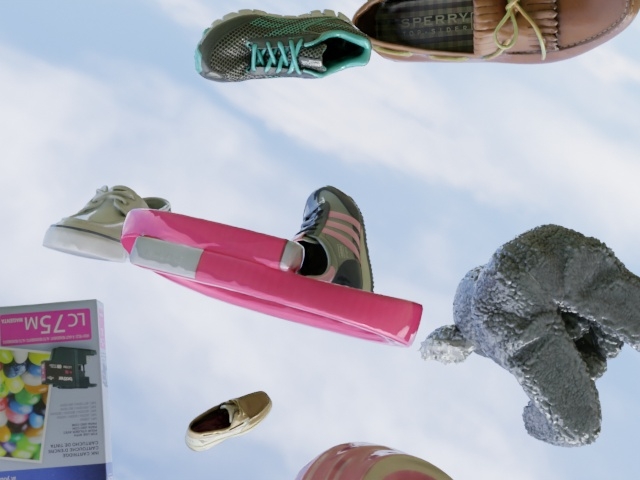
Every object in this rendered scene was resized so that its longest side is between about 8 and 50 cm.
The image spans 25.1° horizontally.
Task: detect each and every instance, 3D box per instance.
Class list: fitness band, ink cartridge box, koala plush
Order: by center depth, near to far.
[{"bbox_3d":[-0.048,0.034,1.277,0.291,0.054,0.209,14,173,30],"label":"fitness band"},{"bbox_3d":[0.208,0.073,1.481,0.203,0.196,0.221,45,167,-18],"label":"koala plush"},{"bbox_3d":[-0.377,0.239,1.922,0.186,0.311,0.065,-4,175,0],"label":"ink cartridge box"}]

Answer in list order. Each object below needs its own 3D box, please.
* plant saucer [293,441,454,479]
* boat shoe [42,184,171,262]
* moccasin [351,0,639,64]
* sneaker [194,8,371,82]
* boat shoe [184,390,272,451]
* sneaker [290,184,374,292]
[{"bbox_3d":[0.104,0.374,1.631,0.332,0.084,0.332,30,-139,-30],"label":"plant saucer"},{"bbox_3d":[-0.238,-0.022,1.628,0.095,0.084,0.258,10,-178,11],"label":"boat shoe"},{"bbox_3d":[0.221,-0.299,1.847,0.380,0.139,0.147,4,-174,28],"label":"moccasin"},{"bbox_3d":[-0.028,-0.168,1.251,0.166,0.065,0.076,-14,-154,-26],"label":"sneaker"},{"bbox_3d":[-0.125,0.244,1.976,0.135,0.045,0.050,-29,-120,-22],"label":"boat shoe"},{"bbox_3d":[0.000,0.000,2.340,0.131,0.112,0.319,28,-153,-29],"label":"sneaker"}]
